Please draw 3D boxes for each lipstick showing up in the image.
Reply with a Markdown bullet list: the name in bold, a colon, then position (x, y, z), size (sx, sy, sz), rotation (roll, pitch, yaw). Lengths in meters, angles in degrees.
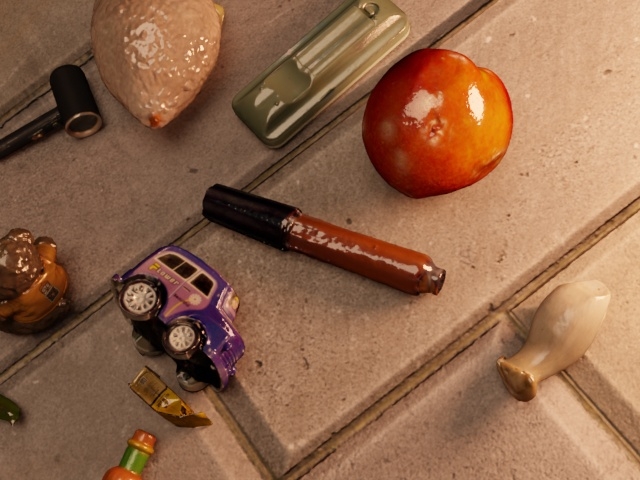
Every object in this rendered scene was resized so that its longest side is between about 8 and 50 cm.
- **lipstick**: position (0.000, 0.000, 1.521), size (0.418, 0.077, 0.077), rotation (19, 75, 18)

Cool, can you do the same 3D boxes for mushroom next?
- **mushroom**: position (0.341, 0.140, 1.380), size (0.212, 0.088, 0.097), rotation (-49, 57, -1)

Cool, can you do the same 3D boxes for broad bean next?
- **broad bean**: position (-0.620, 0.247, 1.589), size (0.297, 0.043, 0.060), rotation (23, 66, 21)

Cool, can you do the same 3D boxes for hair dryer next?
- **hair dryer**: position (-0.532, -0.219, 1.742), size (0.255, 0.070, 0.128), rotation (-26, 65, 7)

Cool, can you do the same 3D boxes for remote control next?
- **remote control**: position (0.000, -0.308, 1.646), size (0.335, 0.065, 0.128), rotation (-42, 69, -5)

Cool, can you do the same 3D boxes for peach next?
- **peach**: position (0.182, -0.178, 1.484), size (0.243, 0.199, 0.244), rotation (-2, 102, -11)

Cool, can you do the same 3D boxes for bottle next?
- **bottle**: position (-0.307, 0.383, 1.451), size (0.069, 0.069, 0.187), rotation (19, 73, 19)

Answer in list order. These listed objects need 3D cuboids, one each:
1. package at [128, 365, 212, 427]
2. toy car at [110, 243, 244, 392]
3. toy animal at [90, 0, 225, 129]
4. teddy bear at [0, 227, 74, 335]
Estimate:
- **package**: position (-0.236, 0.257, 1.480), size (0.131, 0.071, 0.047), rotation (37, 75, 21)
- **toy car**: position (-0.208, 0.120, 1.482), size (0.235, 0.172, 0.158), rotation (38, 67, 19)
- **toy animal**: position (-0.288, -0.358, 1.667), size (0.226, 0.188, 0.359), rotation (-18, 67, 11)
- **teddy bear**: position (-0.490, 0.066, 1.550), size (0.140, 0.190, 0.177), rotation (23, 71, 27)
